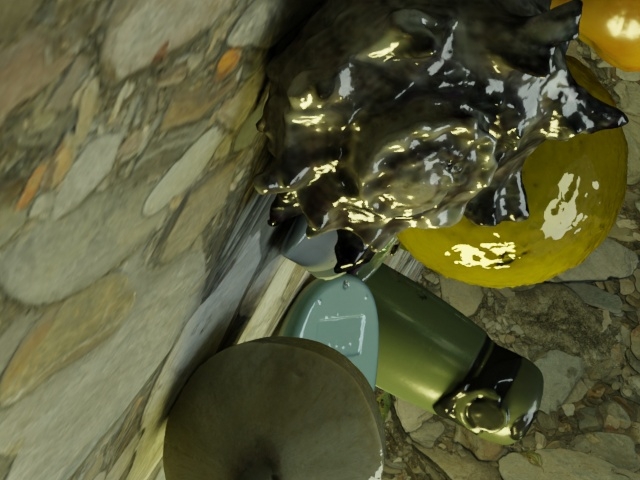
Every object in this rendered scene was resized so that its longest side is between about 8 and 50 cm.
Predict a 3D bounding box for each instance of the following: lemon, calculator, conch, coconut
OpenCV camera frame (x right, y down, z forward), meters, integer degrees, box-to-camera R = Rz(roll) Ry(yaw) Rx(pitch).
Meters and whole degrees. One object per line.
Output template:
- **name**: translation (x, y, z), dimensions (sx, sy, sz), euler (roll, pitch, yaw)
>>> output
- **lemon**: translation (0.180, -0.080, 1.084), dimensions (0.322, 0.268, 0.268), euler (-2, 125, -54)
- **calculator**: translation (0.002, 0.188, 1.300), dimensions (0.188, 0.042, 0.303), euler (-4, 103, -49)
- **conch**: translation (0.052, -0.073, 0.700), dimensions (0.240, 0.186, 0.313), euler (-26, 176, -23)
- **coconut**: translation (-0.039, 0.188, 0.945), dimensions (0.202, 0.202, 0.222), euler (-60, 175, 3)

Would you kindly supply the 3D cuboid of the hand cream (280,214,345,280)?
- **hand cream**: translation (0.000, 0.000, 1.038), dimensions (0.079, 0.048, 0.255), euler (-64, 170, -7)

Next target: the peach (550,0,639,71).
- **peach**: translation (0.395, -0.373, 1.275), dimensions (0.308, 0.289, 0.289), euler (-62, 171, 18)

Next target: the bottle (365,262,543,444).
- **bottle**: translation (0.163, 0.169, 1.539), dimensions (0.168, 0.347, 0.168), euler (-57, 169, -16)

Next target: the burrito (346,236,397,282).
- **burrito**: translation (0.105, -0.077, 1.306), dimensions (0.309, 0.066, 0.096), euler (-62, 162, 17)

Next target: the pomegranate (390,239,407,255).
- **pomegranate**: translation (0.119, -0.030, 1.422), dimensions (0.142, 0.114, 0.114), euler (-43, 163, -39)
